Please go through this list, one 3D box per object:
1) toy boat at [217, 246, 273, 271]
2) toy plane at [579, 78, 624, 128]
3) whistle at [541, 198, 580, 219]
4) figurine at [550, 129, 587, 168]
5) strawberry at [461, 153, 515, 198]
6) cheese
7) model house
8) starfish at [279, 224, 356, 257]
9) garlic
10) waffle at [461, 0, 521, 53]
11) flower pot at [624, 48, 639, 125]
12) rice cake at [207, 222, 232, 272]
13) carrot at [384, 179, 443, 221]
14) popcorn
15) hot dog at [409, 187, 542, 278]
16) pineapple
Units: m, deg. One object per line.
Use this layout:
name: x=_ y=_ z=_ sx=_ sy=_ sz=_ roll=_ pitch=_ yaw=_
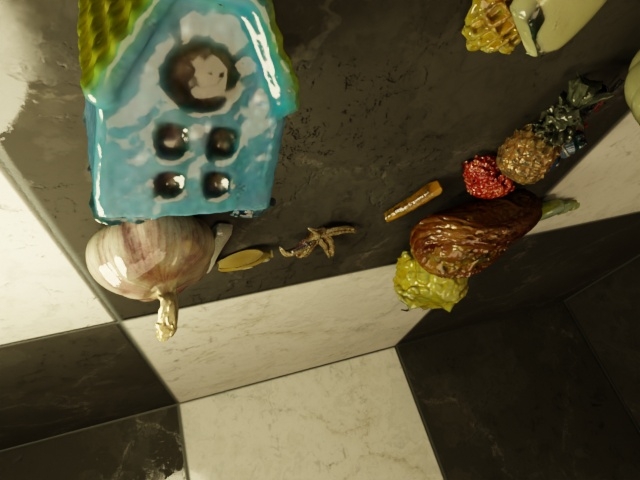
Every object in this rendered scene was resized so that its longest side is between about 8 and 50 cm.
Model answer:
toy boat: x=-0.195 y=0.050 z=1.135 sx=0.149 sy=0.047 sz=0.049 roll=-16 pitch=167 yaw=0
toy plane: x=0.610 y=-0.300 z=0.990 sx=0.060 sy=0.037 sz=0.145 roll=-21 pitch=151 yaw=-18
whistle: x=0.773 y=-0.111 z=1.443 sx=0.198 sy=0.057 sz=0.104 roll=-13 pitch=165 yaw=-25
figurine: x=0.590 y=-0.218 z=1.090 sx=0.136 sy=0.079 sz=0.077 roll=-23 pitch=112 yaw=18
strawberry: x=0.419 y=-0.149 z=1.107 sx=0.121 sy=0.082 sz=0.188 roll=-31 pitch=154 yaw=30
cheese: x=0.383 y=-0.372 z=0.596 sx=0.251 sy=0.054 sz=0.127 roll=-40 pitch=147 yaw=20
model house: x=-0.147 y=-0.196 z=0.464 sx=0.215 sy=0.237 sz=0.303 roll=-6 pitch=142 yaw=-24
starfish: x=-0.003 y=-0.007 z=1.141 sx=0.213 sy=0.057 sz=0.238 roll=-24 pitch=158 yaw=-7
garlic: x=-0.327 y=0.074 z=0.879 sx=0.244 sy=0.253 sz=0.245 roll=-14 pitch=162 yaw=-5
waffle: x=0.302 y=-0.363 z=0.657 sx=0.148 sy=0.051 sz=0.194 roll=-8 pitch=151 yaw=-16
flower pot: x=0.681 y=-0.321 z=0.731 sx=0.307 sy=0.308 sz=0.244 roll=-28 pitch=136 yaw=19
rice cake: x=-0.259 y=0.022 z=1.053 sx=0.047 sy=0.036 sz=0.207 roll=-14 pitch=155 yaw=-37
carrot: x=0.236 y=-0.099 z=1.134 sx=0.170 sy=0.042 sz=0.042 roll=-31 pitch=151 yaw=30
popcorn: x=0.348 y=0.133 z=1.422 sx=0.249 sy=0.225 sz=0.249 roll=23 pitch=159 yaw=9
hot dog: x=0.444 y=-0.019 z=1.228 sx=0.387 sy=0.174 sz=0.267 roll=-17 pitch=157 yaw=-18
pineapple: x=0.496 y=-0.239 z=0.951 sx=0.128 sy=0.128 sz=0.248 roll=-3 pitch=144 yaw=-28
